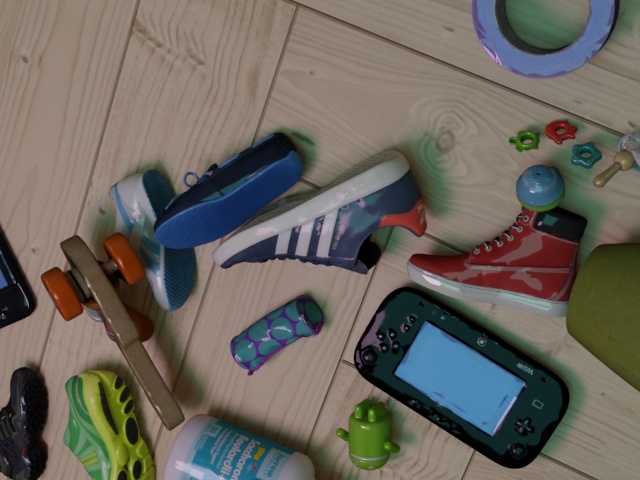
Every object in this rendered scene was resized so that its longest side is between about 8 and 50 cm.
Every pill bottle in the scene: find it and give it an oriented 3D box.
[{"bbox_3d":[-0.110,0.390,1.835,0.264,0.146,0.146,19,110,13],"label":"pill bottle"}]

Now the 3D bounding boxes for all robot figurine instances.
[{"bbox_3d":[0.078,0.310,1.789,0.101,0.067,0.115,9,108,27],"label":"robot figurine"}]

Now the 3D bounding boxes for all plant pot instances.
[{"bbox_3d":[0.488,0.114,1.506,0.294,0.275,0.274,21,111,29],"label":"plant pot"}]

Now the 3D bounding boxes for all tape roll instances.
[{"bbox_3d":[0.304,-0.317,1.533,0.189,0.080,0.189,5,106,17],"label":"tape roll"}]

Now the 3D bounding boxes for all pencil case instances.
[{"bbox_3d":[-0.069,0.150,1.799,0.152,0.064,0.070,-33,76,24],"label":"pencil case"}]

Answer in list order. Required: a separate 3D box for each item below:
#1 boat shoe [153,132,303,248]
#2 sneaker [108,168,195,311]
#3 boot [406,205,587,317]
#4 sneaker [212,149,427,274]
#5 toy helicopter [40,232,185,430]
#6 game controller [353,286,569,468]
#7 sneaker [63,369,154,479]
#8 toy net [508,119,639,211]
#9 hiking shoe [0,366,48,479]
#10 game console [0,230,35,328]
[{"bbox_3d":[-0.142,-0.074,1.753,0.258,0.089,0.109,-26,140,9],"label":"boat shoe"},{"bbox_3d":[-0.270,0.004,1.826,0.092,0.087,0.228,-12,94,31],"label":"sneaker"},{"bbox_3d":[0.253,0.001,1.638,0.244,0.088,0.176,10,106,10],"label":"boot"},{"bbox_3d":[0.000,0.000,1.702,0.350,0.131,0.148,-23,103,27],"label":"sneaker"},{"bbox_3d":[-0.323,0.151,1.832,0.140,0.235,0.355,-31,105,-17],"label":"toy helicopter"},{"bbox_3d":[0.211,0.205,1.715,0.319,0.067,0.166,31,112,8],"label":"game controller"},{"bbox_3d":[-0.368,0.356,1.954,0.123,0.109,0.295,5,108,41],"label":"sneaker"},{"bbox_3d":[0.383,-0.114,1.572,0.232,0.122,0.045,-8,145,10],"label":"toy net"},{"bbox_3d":[-0.549,0.326,2.004,0.114,0.086,0.226,9,108,13],"label":"hiking shoe"},{"bbox_3d":[-0.676,0.054,1.928,0.250,0.173,0.293,-22,97,24],"label":"game console"}]
